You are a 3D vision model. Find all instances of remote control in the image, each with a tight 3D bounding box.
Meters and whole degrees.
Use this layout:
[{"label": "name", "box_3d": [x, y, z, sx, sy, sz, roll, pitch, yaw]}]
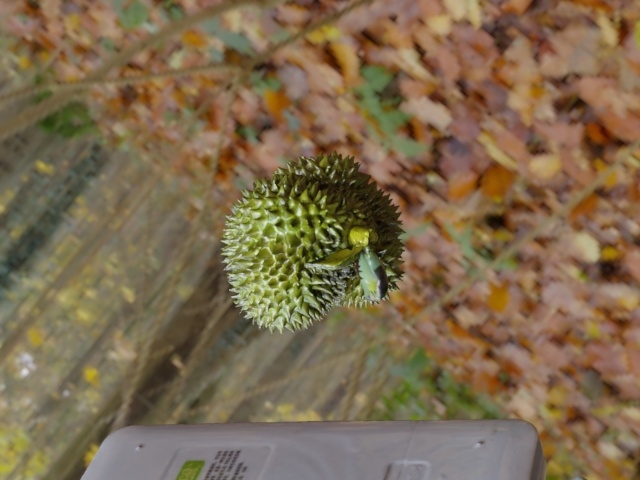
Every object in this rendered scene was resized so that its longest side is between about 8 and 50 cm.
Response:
[{"label": "remote control", "box_3d": [-0.013, 0.134, 0.684, 0.103, 0.250, 0.034, -65, -34, -55]}]

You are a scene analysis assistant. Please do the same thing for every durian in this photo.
[{"label": "durian", "box_3d": [-0.013, 0.000, 1.138, 0.198, 0.159, 0.146, -2, -108, -74]}]

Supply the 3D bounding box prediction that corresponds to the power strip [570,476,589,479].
[{"label": "power strip", "box_3d": [0.308, 0.331, 1.302, 0.027, 0.060, 0.253, 26, -162, -42]}]
